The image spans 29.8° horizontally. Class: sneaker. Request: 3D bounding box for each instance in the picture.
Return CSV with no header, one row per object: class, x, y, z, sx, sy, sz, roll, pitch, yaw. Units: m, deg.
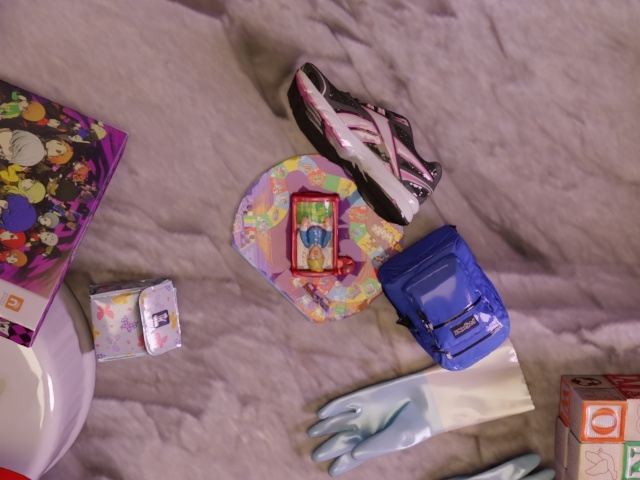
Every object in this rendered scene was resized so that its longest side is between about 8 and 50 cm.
sneaker,0.044,-0.101,1.142,0.077,0.072,0.178,-42,99,-18

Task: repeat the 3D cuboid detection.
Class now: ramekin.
ramekin,-0.356,0.134,1.118,0.277,0.135,0.277,-1,100,-3

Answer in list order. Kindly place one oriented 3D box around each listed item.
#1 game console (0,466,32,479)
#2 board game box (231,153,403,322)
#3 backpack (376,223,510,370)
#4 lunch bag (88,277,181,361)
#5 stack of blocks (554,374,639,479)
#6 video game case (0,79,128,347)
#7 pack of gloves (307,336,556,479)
game console,-0.390,0.342,1.100,0.342,0.060,0.386,3,126,2
board game box,0.000,0.000,1.165,0.133,0.033,0.169,-44,99,5
backpack,0.121,0.065,1.149,0.098,0.101,0.120,-31,108,7
lunch bag,-0.178,0.075,1.160,0.083,0.053,0.071,-6,102,-11
stack of blocks,0.325,0.288,1.204,0.171,0.087,0.297,0,100,-3
video game case,-0.308,-0.043,1.064,0.210,0.042,0.232,23,54,-6
pack of gloves,0.113,0.227,1.198,0.232,0.046,0.195,-20,99,5
